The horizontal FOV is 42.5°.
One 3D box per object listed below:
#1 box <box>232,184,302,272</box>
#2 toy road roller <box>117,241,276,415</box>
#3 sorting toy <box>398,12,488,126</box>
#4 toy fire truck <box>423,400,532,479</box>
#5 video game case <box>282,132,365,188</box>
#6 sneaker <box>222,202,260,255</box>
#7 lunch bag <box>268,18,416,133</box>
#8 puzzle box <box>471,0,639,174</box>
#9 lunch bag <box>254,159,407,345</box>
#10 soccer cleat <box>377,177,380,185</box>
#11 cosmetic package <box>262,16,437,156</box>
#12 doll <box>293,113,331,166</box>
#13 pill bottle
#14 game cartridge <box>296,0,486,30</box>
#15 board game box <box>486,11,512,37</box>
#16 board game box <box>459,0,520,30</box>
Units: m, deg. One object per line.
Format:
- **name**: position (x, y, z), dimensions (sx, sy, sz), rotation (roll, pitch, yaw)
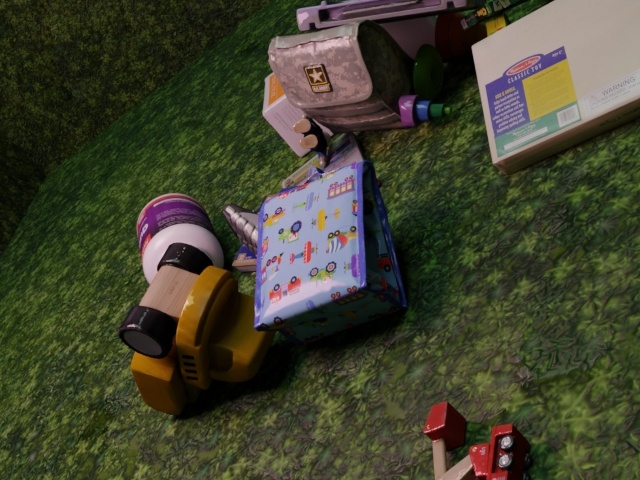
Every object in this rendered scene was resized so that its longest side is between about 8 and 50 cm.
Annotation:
- **box**: position (-0.102, -0.036, 1.804), dimensions (0.136, 0.036, 0.225), rotation (-6, 53, 51)
- **toy road roller**: position (-0.201, 0.183, 1.486), dimensions (0.240, 0.330, 0.202), rotation (17, 53, 11)
- **sorting toy**: position (0.284, -0.369, 1.756), dimensions (0.126, 0.127, 0.366), rotation (6, 48, 28)
- **toy fire truck**: position (0.181, 0.277, 0.984), dimensions (0.135, 0.047, 0.192), rotation (-22, 34, 36)
- **video game case**: position (0.005, -0.148, 1.874), dimensions (0.212, 0.023, 0.193), rotation (-37, 27, 13)
- **sneaker**: position (-0.090, -0.026, 1.698), dimensions (0.132, 0.086, 0.228), rotation (-40, 64, -19)
- **lunch bag**: position (0.052, -0.350, 1.745), dimensions (0.235, 0.287, 0.169), rotation (0, 71, 38)
- **puzzle box**: position (0.452, -0.305, 1.358), dimensions (0.409, 0.052, 0.272), rotation (-24, 54, 33)
- **lunch bag**: position (0.000, 0.000, 1.400), dimensions (0.221, 0.138, 0.293), rotation (-22, 59, 28)
- **soccer cleat**: position (0.086, -0.102, 1.693), dimensions (0.083, 0.029, 0.035), rotation (-39, 18, 2)
- **cosmetic package**: position (0.079, -0.430, 2.034), dimensions (0.453, 0.161, 0.230), rotation (-33, 28, 17)
- **doll**: position (-0.013, -0.229, 1.859), dimensions (0.046, 0.129, 0.189), rotation (-23, 0, 13)
- **pill bottle**: position (-0.325, 0.020, 1.902), dimensions (0.181, 0.181, 0.323), rotation (-42, 26, 3)
- **game cartridge**: position (0.154, -0.491, 1.729), dimensions (0.355, 0.068, 0.230), rotation (-3, 17, 22)
- **board game box**: position (0.370, -0.366, 1.616), dimensions (0.043, 0.092, 0.181), rotation (-28, 30, 27)
- **board game box**: position (0.424, -0.508, 1.691), dimensions (0.259, 0.030, 0.136), rotation (-26, 9, -10)
